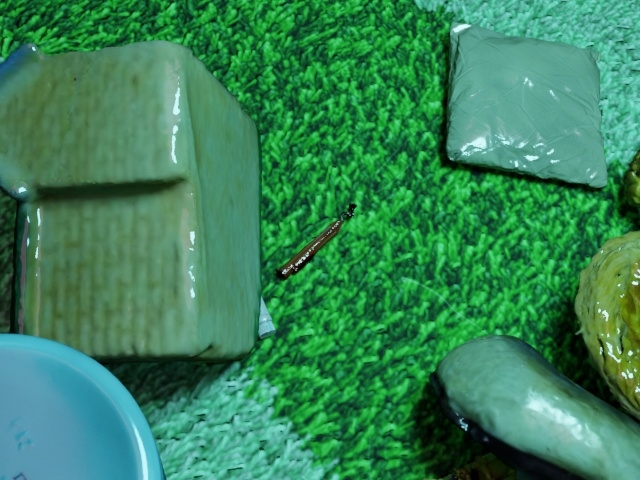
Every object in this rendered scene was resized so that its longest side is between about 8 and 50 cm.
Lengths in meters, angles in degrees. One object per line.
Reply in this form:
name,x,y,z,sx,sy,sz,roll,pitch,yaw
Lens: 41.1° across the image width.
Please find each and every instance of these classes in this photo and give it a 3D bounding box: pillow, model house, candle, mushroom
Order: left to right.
model house,-0.279,-0.019,1.116,0.343,0.334,0.381,-5,78,11
candle,0.001,0.001,1.283,0.026,0.021,0.167,33,63,32
pillow,0.344,-0.232,1.418,0.275,0.076,0.280,9,63,-5
mushroom,0.315,0.233,1.103,0.344,0.130,0.247,39,26,16

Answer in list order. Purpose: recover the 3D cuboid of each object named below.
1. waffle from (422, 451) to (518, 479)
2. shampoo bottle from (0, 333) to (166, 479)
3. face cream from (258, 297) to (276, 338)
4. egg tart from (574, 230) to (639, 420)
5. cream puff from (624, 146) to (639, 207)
waffle,0.199,0.379,1.094,0.310,0.065,0.283,22,61,1
shampoo bottle,-0.324,0.303,0.903,0.332,0.342,0.331,3,63,-7
face cream,-0.098,0.087,1.226,0.038,0.020,0.115,-23,65,-8
egg tart,0.508,0.143,1.200,0.352,0.150,0.351,6,56,-9
cream puff,0.563,-0.110,1.328,0.189,0.189,0.129,-17,97,-16
